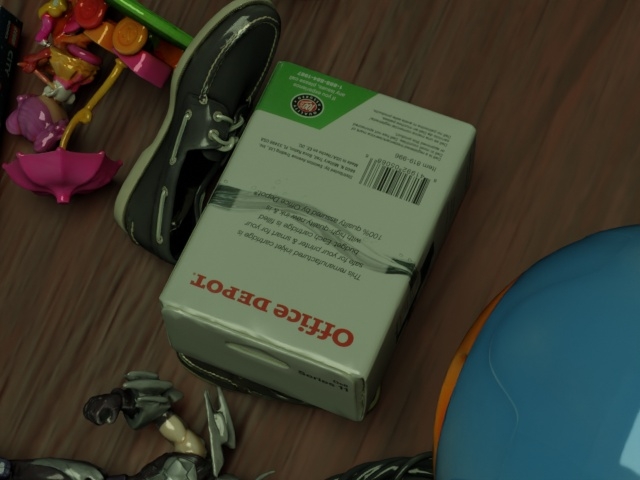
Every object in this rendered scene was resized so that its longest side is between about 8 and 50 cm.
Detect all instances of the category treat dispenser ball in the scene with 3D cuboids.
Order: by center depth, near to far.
[{"bbox_3d":[0.212,0.132,1.131,0.288,0.288,0.288,-2,78,8],"label":"treat dispenser ball"}]

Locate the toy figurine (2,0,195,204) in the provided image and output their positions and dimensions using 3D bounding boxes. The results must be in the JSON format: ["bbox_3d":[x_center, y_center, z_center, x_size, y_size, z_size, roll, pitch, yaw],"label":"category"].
[{"bbox_3d":[-0.180,-0.110,1.341,0.173,0.130,0.159,36,95,35],"label":"toy figurine"}]

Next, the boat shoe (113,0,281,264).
[{"bbox_3d":[-0.074,-0.074,1.295,0.065,0.075,0.206,46,116,35],"label":"boat shoe"}]

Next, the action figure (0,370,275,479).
[{"bbox_3d":[-0.163,0.188,1.276,0.285,0.099,0.185,-2,73,5],"label":"action figure"}]

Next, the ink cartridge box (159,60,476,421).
[{"bbox_3d":[0.000,0.000,1.266,0.153,0.087,0.208,21,65,12],"label":"ink cartridge box"}]

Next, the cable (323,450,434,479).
[{"bbox_3d":[0.042,0.230,1.266,0.151,0.047,0.184,19,84,17],"label":"cable"}]

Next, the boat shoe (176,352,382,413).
[{"bbox_3d":[-0.032,0.086,1.299,0.152,0.049,0.056,11,81,11],"label":"boat shoe"}]

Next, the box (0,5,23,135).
[{"bbox_3d":[-0.322,-0.065,1.368,0.159,0.044,0.233,7,80,17],"label":"box"}]
